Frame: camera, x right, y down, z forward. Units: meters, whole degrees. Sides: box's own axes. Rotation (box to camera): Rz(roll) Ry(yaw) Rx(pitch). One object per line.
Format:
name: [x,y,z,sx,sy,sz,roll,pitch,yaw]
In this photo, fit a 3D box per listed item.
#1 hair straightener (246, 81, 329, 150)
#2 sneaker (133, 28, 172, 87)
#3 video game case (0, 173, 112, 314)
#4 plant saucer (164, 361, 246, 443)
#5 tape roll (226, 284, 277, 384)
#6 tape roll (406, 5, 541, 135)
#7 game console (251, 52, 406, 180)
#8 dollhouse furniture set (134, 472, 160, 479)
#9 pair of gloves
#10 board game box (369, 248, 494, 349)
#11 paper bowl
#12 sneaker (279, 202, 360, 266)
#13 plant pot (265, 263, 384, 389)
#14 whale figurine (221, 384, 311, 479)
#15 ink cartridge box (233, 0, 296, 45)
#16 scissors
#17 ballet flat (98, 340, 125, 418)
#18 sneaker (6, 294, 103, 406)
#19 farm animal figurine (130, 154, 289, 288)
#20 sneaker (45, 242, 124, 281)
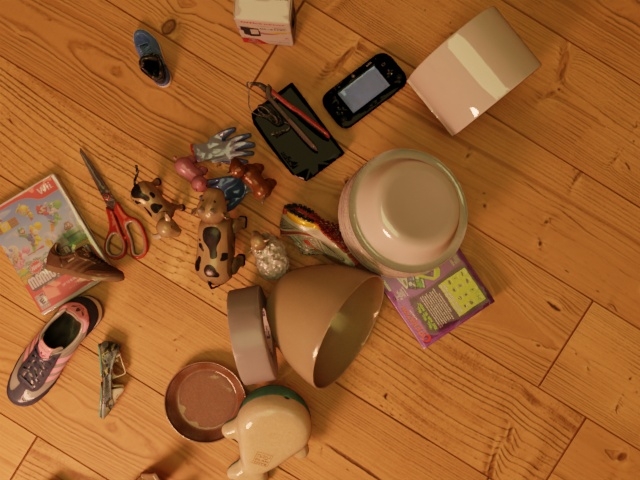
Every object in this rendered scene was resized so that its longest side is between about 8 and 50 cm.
hair straightener: [-0.091,-0.285,1.524,0.230,0.047,0.089,40,92,1]
sneaker: [-0.405,-0.440,1.547,0.058,0.084,0.152,-24,90,1]
video game case: [-0.657,0.009,1.589,0.204,0.025,0.285,-31,90,1]
plant saucer: [-0.277,0.389,1.584,0.199,0.036,0.198,0,90,1]
tape roll: [-0.153,0.214,1.488,0.072,0.219,0.219,-11,91,0]
tape roll: [0.342,-0.373,1.459,0.246,0.246,0.169,-40,90,1]
game console: [0.031,-0.321,1.565,0.361,0.044,0.213,-37,90,1]
dollhouse furniture set: [-0.420,0.646,1.515,0.151,0.123,0.144,-35,92,-35]
pair of gloves: [-0.225,-0.169,1.582,0.159,0.023,0.198,-12,90,3]
board game box: [0.233,0.060,1.568,0.208,0.056,0.346,-34,90,-3]
paper bowl: [0.191,-0.064,1.448,0.285,0.148,0.284,2,80,-13]
sneaker: [0.000,0.000,1.538,0.225,0.088,0.092,32,119,22]
plant pot: [-0.011,0.165,1.479,0.191,0.284,0.284,27,91,23]
whale figurine: [-0.130,0.458,1.551,0.216,0.141,0.271,18,115,-12]
ink cartridge box: [-0.125,-0.509,1.497,0.128,0.175,0.072,5,91,1]
scissors: [-0.500,-0.093,1.590,0.109,0.021,0.296,-15,90,3]
ballet flat: [-0.502,0.336,1.575,0.070,0.070,0.188,1,94,1]
sneaker: [-0.648,0.264,1.539,0.112,0.131,0.319,35,91,0]
farm animal figurine: [-0.260,-0.042,1.487,0.331,0.172,0.326,-10,99,15]
sneaker: [-0.553,0.052,1.542,0.189,0.066,0.071,10,90,0]
